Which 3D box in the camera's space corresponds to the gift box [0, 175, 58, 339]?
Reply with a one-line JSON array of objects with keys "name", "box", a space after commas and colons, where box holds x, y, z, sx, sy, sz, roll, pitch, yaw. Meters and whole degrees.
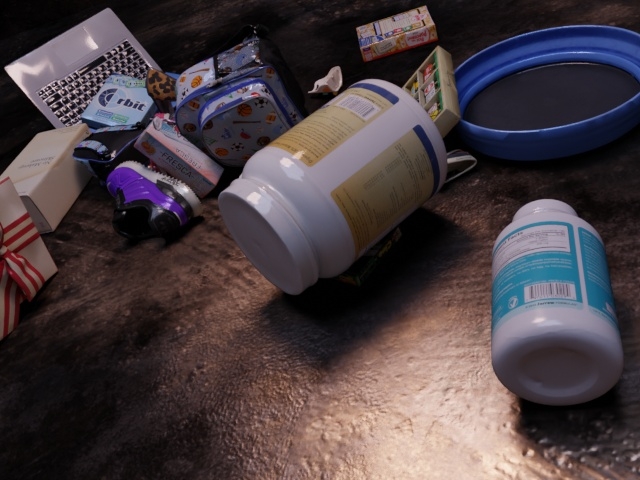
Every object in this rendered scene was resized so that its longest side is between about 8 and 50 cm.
[{"name": "gift box", "box": [-0.693, 0.050, 1.299, 0.258, 0.255, 0.276, -6, 33, 23]}]

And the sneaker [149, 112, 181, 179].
[{"name": "sneaker", "box": [-0.329, -0.216, 1.557, 0.112, 0.121, 0.299, -9, 40, -1]}]

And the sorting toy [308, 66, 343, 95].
[{"name": "sorting toy", "box": [0.009, -0.380, 1.658, 0.075, 0.045, 0.083, -5, 39, 34]}]

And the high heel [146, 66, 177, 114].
[{"name": "high heel", "box": [-0.312, -0.405, 1.726, 0.261, 0.186, 0.093, -39, 39, -21]}]

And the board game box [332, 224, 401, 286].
[{"name": "board game box", "box": [0.000, 0.000, 1.189, 0.259, 0.030, 0.136, 15, 52, 39]}]

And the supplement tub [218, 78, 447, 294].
[{"name": "supplement tub", "box": [0.020, -0.084, 1.068, 0.316, 0.228, 0.228, -39, 39, -22]}]

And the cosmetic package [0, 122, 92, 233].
[{"name": "cosmetic package", "box": [-0.671, -0.149, 1.652, 0.160, 0.113, 0.309, -9, 37, 17]}]

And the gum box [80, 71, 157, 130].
[{"name": "gum box", "box": [-0.532, -0.364, 1.836, 0.156, 0.041, 0.184, 17, 56, 8]}]

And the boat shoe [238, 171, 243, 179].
[{"name": "boat shoe", "box": [-0.021, -0.150, 1.357, 0.319, 0.099, 0.116, -33, 73, -5]}]

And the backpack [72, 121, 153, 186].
[{"name": "backpack", "box": [-0.497, -0.205, 1.627, 0.173, 0.117, 0.158, 9, 46, 34]}]

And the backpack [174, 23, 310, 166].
[{"name": "backpack", "box": [-0.180, -0.282, 1.471, 0.263, 0.276, 0.213, -13, 50, 17]}]

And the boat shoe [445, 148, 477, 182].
[{"name": "boat shoe", "box": [0.216, -0.122, 1.218, 0.137, 0.049, 0.043, -27, 38, -15]}]

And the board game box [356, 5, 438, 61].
[{"name": "board game box", "box": [0.194, -0.536, 1.754, 0.193, 0.045, 0.147, -15, 36, 10]}]

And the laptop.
[{"name": "laptop", "box": [-0.606, -0.472, 1.936, 0.382, 0.408, 0.236, -43, 7, -27]}]

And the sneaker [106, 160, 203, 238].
[{"name": "sneaker", "box": [-0.391, -0.076, 1.422, 0.293, 0.102, 0.146, 17, 52, 41]}]

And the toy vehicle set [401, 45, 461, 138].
[{"name": "toy vehicle set", "box": [0.197, -0.254, 1.321, 0.166, 0.035, 0.267, -49, 21, 34]}]

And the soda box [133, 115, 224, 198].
[{"name": "soda box", "box": [-0.296, -0.174, 1.430, 0.058, 0.183, 0.063, -36, 26, 36]}]

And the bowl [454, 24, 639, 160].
[{"name": "bowl", "box": [0.430, -0.283, 1.287, 0.391, 0.077, 0.391, -14, 36, 11]}]

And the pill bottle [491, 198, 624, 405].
[{"name": "pill bottle", "box": [0.291, 0.063, 0.859, 0.146, 0.146, 0.264, -6, 39, 20]}]
